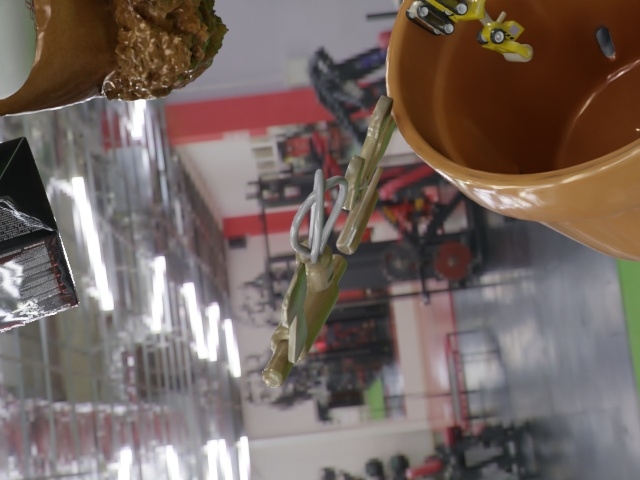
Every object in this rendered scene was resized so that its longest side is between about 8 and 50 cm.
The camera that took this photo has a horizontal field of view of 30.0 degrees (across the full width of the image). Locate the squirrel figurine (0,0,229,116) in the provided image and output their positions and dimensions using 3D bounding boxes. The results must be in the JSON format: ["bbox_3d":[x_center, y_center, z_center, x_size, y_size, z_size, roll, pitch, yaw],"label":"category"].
[{"bbox_3d":[-0.282,-0.338,1.289,0.281,0.396,0.371,-51,-39,-68],"label":"squirrel figurine"}]

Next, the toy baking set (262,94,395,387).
[{"bbox_3d":[-0.001,0.005,0.844,0.256,0.030,0.197,-60,-13,-49],"label":"toy baking set"}]

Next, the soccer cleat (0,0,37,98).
[{"bbox_3d":[-0.274,-0.253,0.795,0.143,0.116,0.331,0,111,65],"label":"soccer cleat"}]

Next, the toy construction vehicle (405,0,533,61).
[{"bbox_3d":[0.107,-0.165,0.863,0.035,0.098,0.086,-63,21,-3],"label":"toy construction vehicle"}]

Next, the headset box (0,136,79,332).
[{"bbox_3d":[-0.374,0.025,1.228,0.293,0.218,0.110,108,142,-71],"label":"headset box"}]

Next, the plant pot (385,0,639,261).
[{"bbox_3d":[0.223,-0.117,0.874,0.203,0.290,0.291,39,-146,-43],"label":"plant pot"}]
